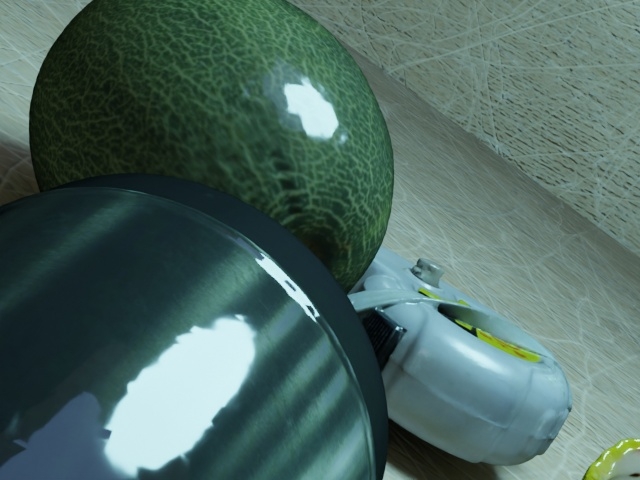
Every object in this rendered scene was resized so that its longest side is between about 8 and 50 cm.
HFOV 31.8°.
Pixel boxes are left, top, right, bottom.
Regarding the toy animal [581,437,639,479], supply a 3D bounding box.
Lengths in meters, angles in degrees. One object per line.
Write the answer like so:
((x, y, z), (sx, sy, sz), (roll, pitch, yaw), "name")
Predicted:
((0.276, 0.228, 0.867), (0.230, 0.156, 0.156), (4, 33, -41), "toy animal")

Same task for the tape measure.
((0.100, 0.097, 0.897), (0.236, 0.120, 0.197), (30, 10, 1), "tape measure")

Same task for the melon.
((-0.081, -0.065, 0.793), (0.237, 0.237, 0.301), (20, 21, -41), "melon")

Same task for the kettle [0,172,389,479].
((-0.107, 0.126, 0.366), (0.207, 0.250, 0.271), (7, 18, 15), "kettle")
